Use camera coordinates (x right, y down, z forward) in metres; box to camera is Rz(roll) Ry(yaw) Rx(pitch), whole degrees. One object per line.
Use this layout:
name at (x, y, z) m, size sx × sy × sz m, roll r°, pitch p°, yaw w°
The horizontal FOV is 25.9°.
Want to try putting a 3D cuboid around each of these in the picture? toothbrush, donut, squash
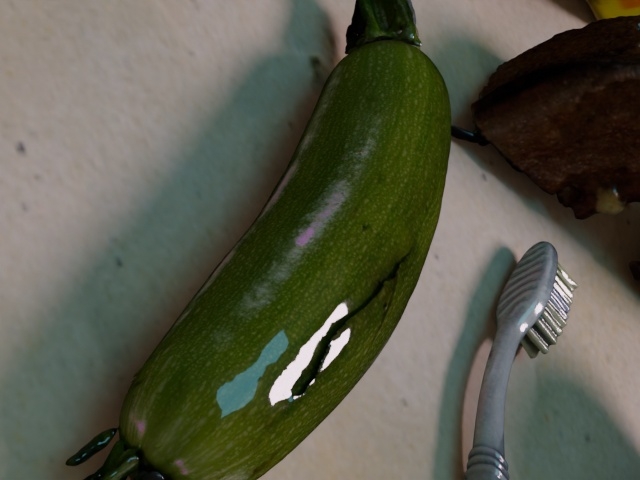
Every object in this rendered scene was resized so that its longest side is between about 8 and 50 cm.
toothbrush at (0.056, 0.135, 0.572) m, size 0.037 × 0.028 × 0.375 m, roll 48°, pitch 44°, yaw -24°
donut at (0.193, -0.041, 0.727) m, size 0.217 × 0.141 × 0.085 m, roll 44°, pitch 38°, yaw -24°
squash at (0.002, 0.001, 0.558) m, size 0.080 × 0.071 × 0.318 m, roll 44°, pitch 46°, yaw -17°

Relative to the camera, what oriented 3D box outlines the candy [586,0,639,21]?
candy at (0.172, -0.278, 0.801) m, size 0.146 × 0.088 × 0.276 m, roll 36°, pitch 47°, yaw -59°
